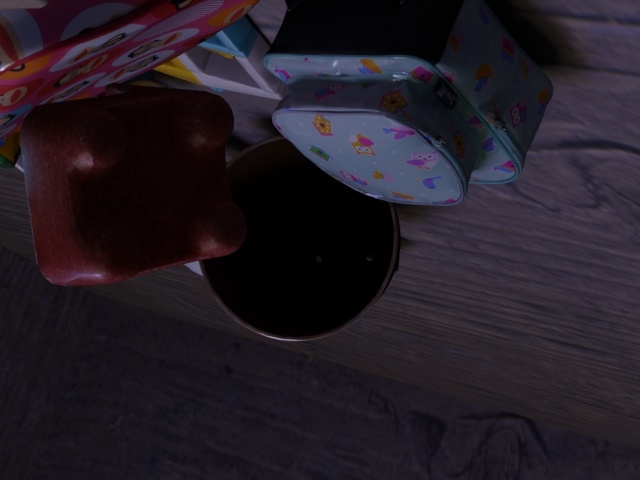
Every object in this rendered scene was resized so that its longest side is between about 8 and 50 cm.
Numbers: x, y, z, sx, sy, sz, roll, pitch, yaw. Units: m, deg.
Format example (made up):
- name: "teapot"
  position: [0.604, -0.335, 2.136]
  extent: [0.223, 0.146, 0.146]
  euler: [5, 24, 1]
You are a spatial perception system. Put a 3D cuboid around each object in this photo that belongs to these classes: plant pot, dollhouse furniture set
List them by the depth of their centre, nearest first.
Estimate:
- name: "dollhouse furniture set"
  position: [-0.079, -0.147, 0.491]
  extent: [0.152, 0.374, 0.201]
  euler: [3, 157, 47]
- name: "plant pot"
  position: [0.000, 0.000, 1.557]
  extent: [0.215, 0.215, 0.230]
  euler: [19, -177, 13]

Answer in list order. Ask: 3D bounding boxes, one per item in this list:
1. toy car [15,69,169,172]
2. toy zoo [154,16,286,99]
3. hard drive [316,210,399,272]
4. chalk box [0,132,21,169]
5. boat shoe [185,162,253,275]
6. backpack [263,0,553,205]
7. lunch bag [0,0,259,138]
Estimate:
- name: "toy car"
  position: [-0.234, -0.141, 1.410]
  extent: [0.182, 0.136, 0.159]
  euler: [-7, 176, -29]
- name: "toy zoo"
  position: [-0.145, -0.198, 1.251]
  extent: [0.192, 0.030, 0.293]
  euler: [17, 168, 23]
- name: "hard drive"
  position: [-0.026, -0.019, 1.829]
  extent: [0.255, 0.054, 0.172]
  euler: [23, 169, -8]
- name: "chalk box"
  position: [-0.404, -0.208, 1.306]
  extent: [0.289, 0.179, 0.180]
  euler: [16, 167, 27]
- name: "boat shoe"
  position: [-0.197, -0.096, 1.591]
  extent: [0.121, 0.119, 0.335]
  euler: [-28, 118, 23]
- name: "backpack"
  position: [0.069, -0.104, 1.018]
  extent: [0.166, 0.144, 0.188]
  euler: [3, 162, 43]
- name: "lunch bag"
  position: [-0.176, -0.150, 0.934]
  extent: [0.120, 0.258, 0.293]
  euler: [61, 159, -4]
